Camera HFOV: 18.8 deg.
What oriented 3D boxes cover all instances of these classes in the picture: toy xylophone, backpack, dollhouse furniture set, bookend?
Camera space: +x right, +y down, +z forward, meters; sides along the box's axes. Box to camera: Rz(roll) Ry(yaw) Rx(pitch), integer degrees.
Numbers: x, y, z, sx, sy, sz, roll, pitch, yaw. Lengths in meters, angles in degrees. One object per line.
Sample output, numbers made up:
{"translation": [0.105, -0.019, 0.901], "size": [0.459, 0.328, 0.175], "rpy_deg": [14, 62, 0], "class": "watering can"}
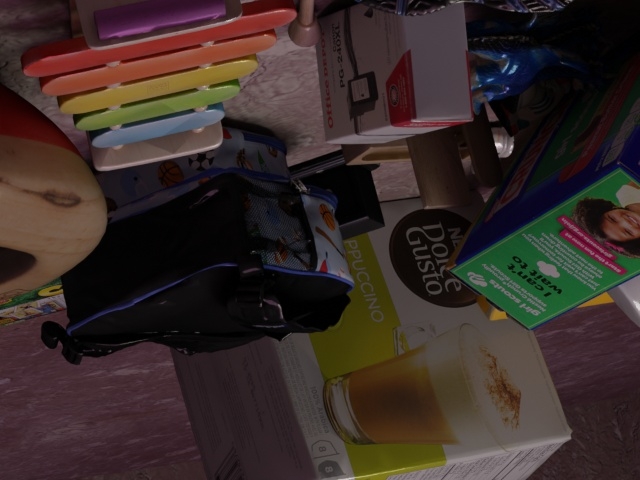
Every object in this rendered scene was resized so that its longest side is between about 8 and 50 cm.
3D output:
{"translation": [-0.104, -0.152, 1.517], "size": [0.236, 0.081, 0.322], "rpy_deg": [-14, 167, -1], "class": "toy xylophone"}
{"translation": [-0.104, 0.013, 1.913], "size": [0.277, 0.213, 0.263], "rpy_deg": [-15, 160, 32], "class": "backpack"}
{"translation": [0.108, -0.071, 1.964], "size": [0.144, 0.123, 0.151], "rpy_deg": [-5, 163, -34], "class": "dollhouse furniture set"}
{"translation": [0.000, 0.000, 2.070], "size": [0.156, 0.157, 0.072], "rpy_deg": [-18, 166, 17], "class": "bookend"}

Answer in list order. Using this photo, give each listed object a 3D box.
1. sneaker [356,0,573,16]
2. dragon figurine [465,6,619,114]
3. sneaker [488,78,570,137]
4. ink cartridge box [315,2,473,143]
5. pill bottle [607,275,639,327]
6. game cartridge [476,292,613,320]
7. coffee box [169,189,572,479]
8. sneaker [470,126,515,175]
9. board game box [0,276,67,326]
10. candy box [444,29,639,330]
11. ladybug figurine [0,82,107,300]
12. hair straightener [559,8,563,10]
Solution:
{"translation": [0.091, -0.217, 1.452], "size": [0.211, 0.081, 0.080], "rpy_deg": [7, 123, -10], "class": "sneaker"}
{"translation": [0.182, -0.173, 1.705], "size": [0.144, 0.085, 0.289], "rpy_deg": [-20, 170, 13], "class": "dragon figurine"}
{"translation": [0.207, -0.155, 1.902], "size": [0.075, 0.057, 0.161], "rpy_deg": [-30, 166, -4], "class": "sneaker"}
{"translation": [0.058, -0.141, 1.594], "size": [0.063, 0.109, 0.150], "rpy_deg": [-5, 178, -29], "class": "ink cartridge box"}
{"translation": [0.429, -0.050, 2.046], "size": [0.318, 0.176, 0.176], "rpy_deg": [-38, 165, 0], "class": "pill bottle"}
{"translation": [0.348, -0.049, 2.200], "size": [0.285, 0.052, 0.323], "rpy_deg": [-7, 137, -26], "class": "game cartridge"}
{"translation": [0.049, 0.176, 2.351], "size": [0.334, 0.337, 0.338], "rpy_deg": [-8, 155, -23], "class": "coffee box"}
{"translation": [0.179, -0.100, 2.119], "size": [0.044, 0.040, 0.109], "rpy_deg": [5, 159, -10], "class": "sneaker"}
{"translation": [-0.268, 0.045, 2.255], "size": [0.260, 0.030, 0.136], "rpy_deg": [-15, 164, 4], "class": "board game box"}
{"translation": [0.291, -0.081, 1.836], "size": [0.268, 0.122, 0.317], "rpy_deg": [-56, -171, -30], "class": "candy box"}
{"translation": [-0.342, -0.045, 1.525], "size": [0.305, 0.161, 0.449], "rpy_deg": [-17, 167, 17], "class": "ladybug figurine"}
{"translation": [0.123, -0.214, 1.566], "size": [0.230, 0.047, 0.089], "rpy_deg": [-1, 161, -43], "class": "hair straightener"}
